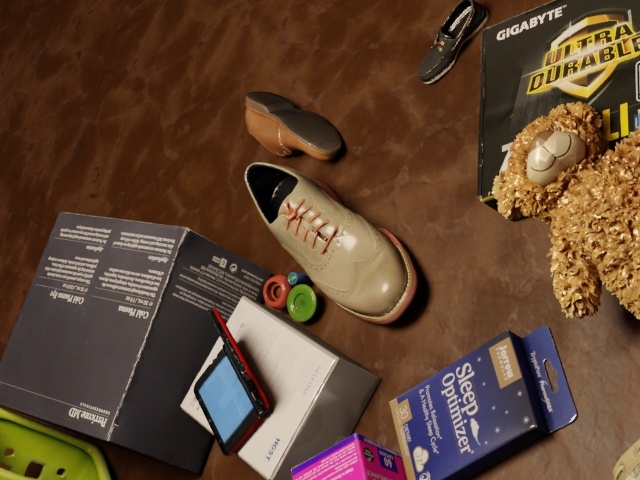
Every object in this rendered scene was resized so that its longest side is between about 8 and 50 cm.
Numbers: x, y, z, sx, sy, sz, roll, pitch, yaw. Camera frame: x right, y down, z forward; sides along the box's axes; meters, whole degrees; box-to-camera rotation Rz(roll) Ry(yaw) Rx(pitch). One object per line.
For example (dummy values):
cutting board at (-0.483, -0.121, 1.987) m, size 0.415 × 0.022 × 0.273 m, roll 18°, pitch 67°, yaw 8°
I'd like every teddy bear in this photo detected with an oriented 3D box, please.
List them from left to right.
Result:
teddy bear at (0.328, -0.024, 1.489) m, size 0.245 × 0.113 × 0.338 m, roll -42°, pitch 63°, yaw 29°

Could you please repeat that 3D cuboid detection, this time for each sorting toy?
sorting toy at (-0.032, 0.075, 1.924) m, size 0.102 × 0.042 × 0.061 m, roll 22°, pitch 100°, yaw 38°

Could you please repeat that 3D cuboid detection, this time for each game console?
game console at (-0.130, 0.181, 1.788) m, size 0.085 × 0.124 × 0.144 m, roll -29°, pitch 43°, yaw -5°

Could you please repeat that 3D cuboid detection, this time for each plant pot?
plant pot at (-0.444, 0.393, 1.992) m, size 0.207 × 0.228 × 0.227 m, roll -63°, pitch 22°, yaw 8°

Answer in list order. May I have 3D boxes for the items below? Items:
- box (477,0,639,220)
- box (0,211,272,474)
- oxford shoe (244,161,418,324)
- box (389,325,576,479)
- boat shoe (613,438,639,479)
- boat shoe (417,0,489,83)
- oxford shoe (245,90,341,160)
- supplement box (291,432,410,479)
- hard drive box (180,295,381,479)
box at (0.339, -0.187, 1.659) m, size 0.322 × 0.079 × 0.257 m, roll -18°, pitch 58°, yaw 39°
box at (-0.287, 0.142, 2.033) m, size 0.343 × 0.179 × 0.313 m, roll 8°, pitch 73°, yaw 48°
oxford shoe at (0.000, 0.000, 1.856) m, size 0.123 × 0.130 × 0.348 m, roll -57°, pitch 40°, yaw 5°
box at (0.186, 0.199, 1.625) m, size 0.225 × 0.036 × 0.136 m, roll -35°, pitch 47°, yaw 26°
boat shoe at (0.399, 0.157, 1.377) m, size 0.285 × 0.104 × 0.089 m, roll -53°, pitch 44°, yaw 10°
boat shoe at (0.175, -0.276, 1.906) m, size 0.133 × 0.042 × 0.049 m, roll -51°, pitch 43°, yaw 14°
oxford shoe at (-0.040, -0.154, 2.052) m, size 0.212 × 0.076 × 0.076 m, roll 35°, pitch 124°, yaw 47°
supplement box at (0.054, 0.355, 1.611) m, size 0.114 × 0.111 × 0.220 m, roll -33°, pitch 48°, yaw 28°
hard drive box at (-0.057, 0.203, 1.831) m, size 0.232 × 0.089 × 0.181 m, roll 30°, pitch 91°, yaw 50°
